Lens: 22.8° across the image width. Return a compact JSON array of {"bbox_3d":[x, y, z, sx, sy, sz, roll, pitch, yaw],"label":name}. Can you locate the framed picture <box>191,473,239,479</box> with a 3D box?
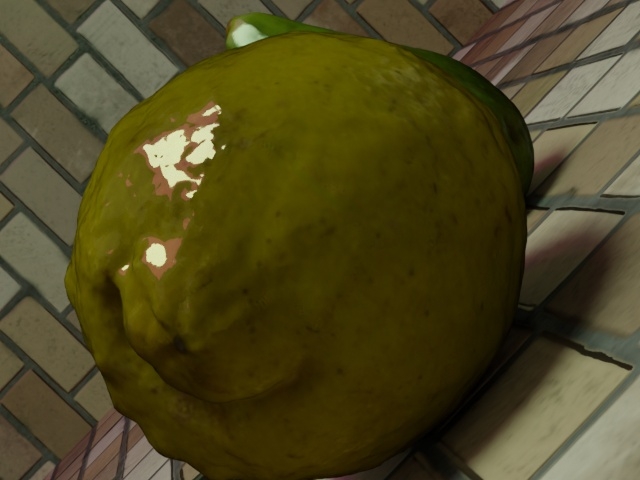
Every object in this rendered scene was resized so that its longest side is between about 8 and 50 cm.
[{"bbox_3d":[-0.095,0.220,1.338,0.252,0.014,0.197,-43,6,25],"label":"framed picture"}]

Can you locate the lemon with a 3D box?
[{"bbox_3d":[-0.002,0.001,0.964,0.316,0.285,0.285,-40,2,-32],"label":"lemon"}]

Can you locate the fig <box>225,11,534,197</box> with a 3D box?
[{"bbox_3d":[0.037,-0.095,1.294,0.206,0.275,0.206,-44,5,4],"label":"fig"}]
